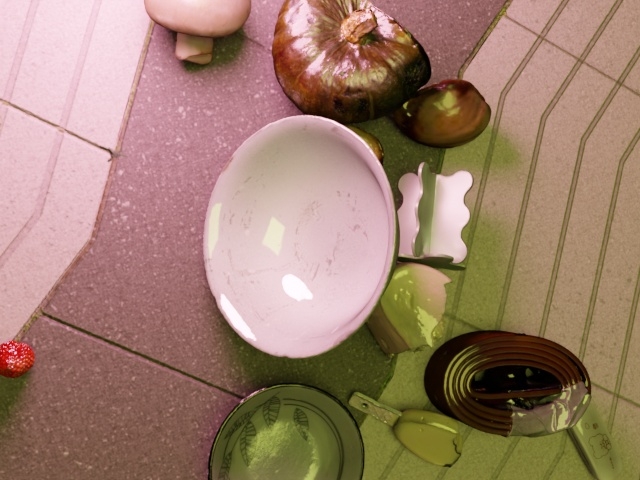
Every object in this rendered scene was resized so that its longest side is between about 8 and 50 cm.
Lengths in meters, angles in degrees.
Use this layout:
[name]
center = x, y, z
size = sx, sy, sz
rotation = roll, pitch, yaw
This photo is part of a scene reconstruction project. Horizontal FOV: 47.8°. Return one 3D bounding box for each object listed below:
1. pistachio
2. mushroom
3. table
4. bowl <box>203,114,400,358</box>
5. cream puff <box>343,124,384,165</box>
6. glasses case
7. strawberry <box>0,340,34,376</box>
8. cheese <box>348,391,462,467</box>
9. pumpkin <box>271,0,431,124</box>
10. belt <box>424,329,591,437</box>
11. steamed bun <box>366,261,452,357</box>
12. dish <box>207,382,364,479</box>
[pistachio]
center = 0.254, -0.268, 1.512
size = 0.210, 0.131, 0.165
rotation = -1, 127, -10
[mushroom]
center = -0.236, -0.432, 1.377
size = 0.204, 0.204, 0.204
rotation = 0, 88, -14
[table]
center = 0.229, -0.049, 1.484
size = 0.166, 0.166, 0.198
rotation = 9, 78, -13
[bowl]
center = 0.000, 0.000, 1.361
size = 0.196, 0.434, 0.435
rotation = 10, 85, -55
[cream puff]
center = 0.054, -0.166, 1.474
size = 0.149, 0.084, 0.149
rotation = 1, 85, -10
[glasses case]
center = 0.608, 0.448, 1.608
size = 0.074, 0.049, 0.193
rotation = -29, 94, -13
[strawberry]
center = -0.559, 0.219, 1.312
size = 0.073, 0.083, 0.073
rotation = 0, 91, -23
[cheese]
center = 0.178, 0.378, 1.486
size = 0.255, 0.127, 0.050
rotation = 27, 39, -2
[pumpkin]
center = 0.036, -0.347, 1.389
size = 0.325, 0.242, 0.232
rotation = 35, 74, 4
[belt]
center = 0.398, 0.302, 1.525
size = 0.338, 0.122, 0.217
rotation = 5, 86, -14
[steamed bun]
center = 0.185, 0.131, 1.423
size = 0.170, 0.225, 0.200
rotation = -27, 93, -13
[dish]
center = -0.074, 0.428, 1.414
size = 0.316, 0.106, 0.317
rotation = 0, 90, -15
